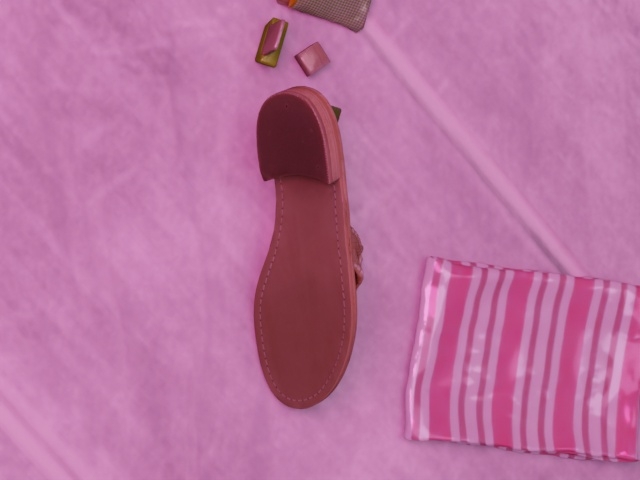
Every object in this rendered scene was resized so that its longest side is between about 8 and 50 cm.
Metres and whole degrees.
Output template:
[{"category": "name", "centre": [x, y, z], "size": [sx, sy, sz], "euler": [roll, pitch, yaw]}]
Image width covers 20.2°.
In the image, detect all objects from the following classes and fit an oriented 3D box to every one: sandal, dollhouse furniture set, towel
[{"category": "sandal", "centre": [0.005, 0.001, 1.318], "size": [0.079, 0.088, 0.240], "euler": [-26, 119, -52]}, {"category": "dollhouse furniture set", "centre": [0.001, -0.158, 1.335], "size": [0.076, 0.058, 0.151], "euler": [17, 83, -16]}, {"category": "towel", "centre": [0.164, 0.093, 1.390], "size": [0.197, 0.029, 0.144], "euler": [8, 84, -17]}]
